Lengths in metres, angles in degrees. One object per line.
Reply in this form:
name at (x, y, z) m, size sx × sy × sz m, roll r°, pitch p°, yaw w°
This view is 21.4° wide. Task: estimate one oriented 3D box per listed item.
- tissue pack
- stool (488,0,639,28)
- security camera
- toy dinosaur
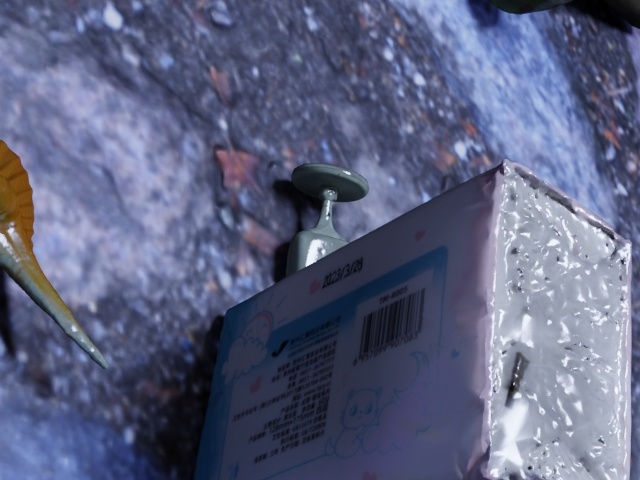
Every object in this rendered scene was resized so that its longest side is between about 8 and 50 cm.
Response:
tissue pack at (0.046, 0.098, 0.978) m, size 0.124 × 0.271 × 0.201 m, roll 23°, pitch 57°, yaw -30°
stool at (0.265, -0.356, 1.371) m, size 0.226 × 0.310 × 0.310 m, roll 0°, pitch 72°, yaw -49°
security camera at (0.000, 0.000, 1.148) m, size 0.058 × 0.058 × 0.092 m, roll 23°, pitch 69°, yaw -33°
toy dinosaur at (-0.201, -0.023, 0.982) m, size 0.212 × 0.057 × 0.142 m, roll 49°, pitch 26°, yaw -29°
